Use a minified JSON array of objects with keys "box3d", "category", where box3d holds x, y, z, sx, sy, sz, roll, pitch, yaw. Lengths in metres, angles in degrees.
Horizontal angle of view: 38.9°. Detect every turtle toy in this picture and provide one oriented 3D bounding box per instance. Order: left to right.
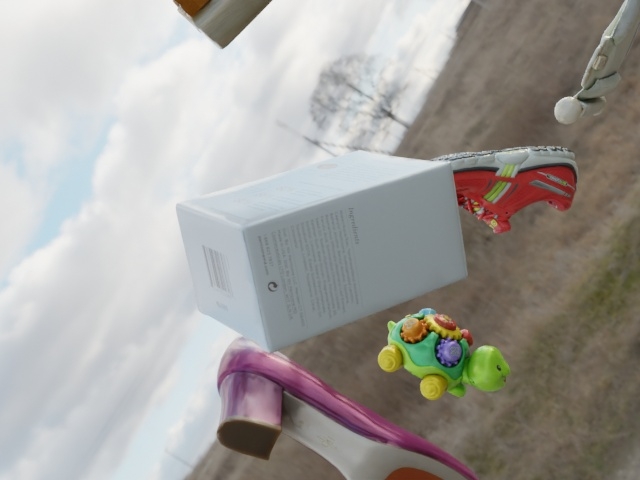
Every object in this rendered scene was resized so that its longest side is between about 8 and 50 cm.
[{"box3d":[0.124,0.113,0.900,0.066,0.130,0.095,-64,-16,19],"category":"turtle toy"}]

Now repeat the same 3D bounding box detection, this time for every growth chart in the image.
[{"box3d":[0.210,-0.181,0.569,0.172,0.021,0.237,-12,-56,-69],"category":"growth chart"}]

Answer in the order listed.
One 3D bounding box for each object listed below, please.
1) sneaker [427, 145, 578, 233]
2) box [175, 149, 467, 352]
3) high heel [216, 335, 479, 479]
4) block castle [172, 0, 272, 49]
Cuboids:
[{"box3d":[0.232,-0.066,1.275,0.107,0.279,0.118,-137,42,-82],"category":"sneaker"},{"box3d":[0.000,0.000,0.672,0.170,0.091,0.130,-18,17,-25],"category":"box"},{"box3d":[0.043,0.236,1.200,0.127,0.377,0.181,-56,17,30],"category":"high heel"},{"box3d":[-0.198,-0.432,0.886,0.213,0.453,0.303,-46,39,2],"category":"block castle"}]
